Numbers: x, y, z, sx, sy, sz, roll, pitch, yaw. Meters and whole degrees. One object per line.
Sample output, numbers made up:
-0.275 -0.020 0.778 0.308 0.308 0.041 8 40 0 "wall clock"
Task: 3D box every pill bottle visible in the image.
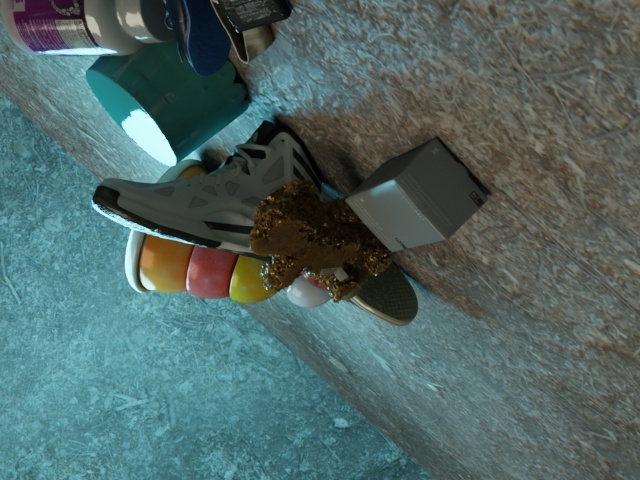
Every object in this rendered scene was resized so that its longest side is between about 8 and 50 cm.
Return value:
-0.390 -0.404 1.744 0.301 0.169 0.169 5 145 29 "pill bottle"

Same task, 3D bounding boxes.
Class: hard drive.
-0.114 -0.369 1.457 0.094 0.022 0.135 -9 135 29 "hard drive"

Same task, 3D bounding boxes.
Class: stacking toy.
-0.192 0.043 2.410 0.480 0.350 0.350 24 160 11 "stacking toy"

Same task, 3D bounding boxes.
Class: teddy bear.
0.000 0.000 1.832 0.338 0.245 0.113 13 -142 -35 "teddy bear"

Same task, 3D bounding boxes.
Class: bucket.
-0.294 -0.288 1.897 0.281 0.183 0.281 40 163 15 "bucket"

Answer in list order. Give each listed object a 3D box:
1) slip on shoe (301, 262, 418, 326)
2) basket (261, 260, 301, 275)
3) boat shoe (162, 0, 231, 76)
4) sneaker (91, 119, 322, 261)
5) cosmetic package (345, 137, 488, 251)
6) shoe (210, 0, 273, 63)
0.055 0.071 2.046 0.331 0.123 0.101 31 149 17 "slip on shoe"
-0.104 -0.031 2.179 0.204 0.154 0.227 10 150 42 "basket"
-0.202 -0.385 1.617 0.089 0.109 0.258 42 150 33 "boat shoe"
-0.193 -0.114 1.870 0.447 0.257 0.169 14 177 -33 "sneaker"
0.143 -0.064 1.557 0.127 0.107 0.238 48 167 -5 "cosmetic package"
-0.128 -0.358 1.535 0.076 0.058 0.219 33 162 32 "shoe"
